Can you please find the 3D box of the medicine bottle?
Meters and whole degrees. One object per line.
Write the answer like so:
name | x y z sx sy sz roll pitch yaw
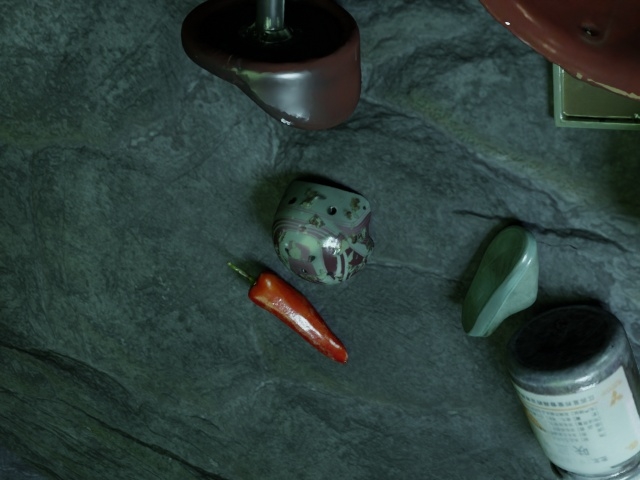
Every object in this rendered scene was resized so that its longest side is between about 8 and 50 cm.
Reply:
medicine bottle | 0.370 0.239 1.169 0.165 0.165 0.273 -7 119 36

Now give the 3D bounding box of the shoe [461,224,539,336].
shoe | 0.262 0.061 1.174 0.078 0.079 0.195 8 130 -20

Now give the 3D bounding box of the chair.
chair | -0.053 -0.332 0.936 0.226 0.226 0.401 19 133 19

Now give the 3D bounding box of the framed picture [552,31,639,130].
framed picture | 0.390 -0.209 0.896 0.289 0.020 0.211 8 129 28

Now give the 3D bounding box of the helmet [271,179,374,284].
helmet | -0.007 0.004 1.261 0.153 0.107 0.177 12 130 21

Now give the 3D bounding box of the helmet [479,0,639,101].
helmet | 0.307 -0.319 0.709 0.385 0.230 0.337 39 138 -13

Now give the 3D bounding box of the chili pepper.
chili pepper | -0.047 0.117 1.412 0.272 0.071 0.063 40 97 -10
